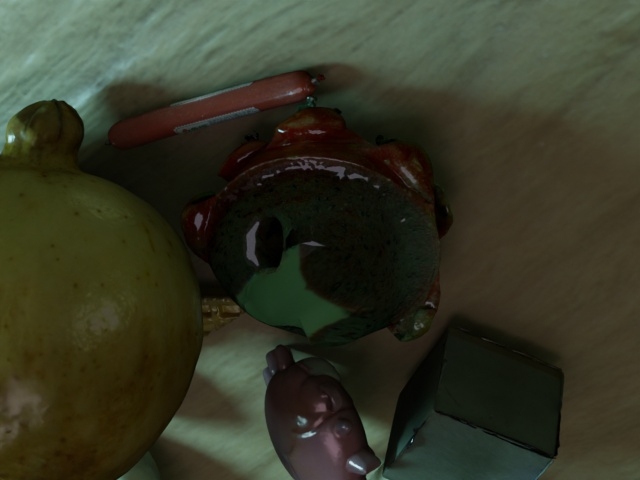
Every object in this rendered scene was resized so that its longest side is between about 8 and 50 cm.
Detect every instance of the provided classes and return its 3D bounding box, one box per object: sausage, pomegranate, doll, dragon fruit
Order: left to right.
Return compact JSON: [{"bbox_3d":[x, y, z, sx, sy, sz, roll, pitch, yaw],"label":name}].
[{"bbox_3d":[-0.299,0.061,1.448,0.410,0.410,0.410,8,135,8],"label":"pomegranate"},{"bbox_3d":[-0.108,-0.127,1.420,0.253,0.034,0.034,-13,129,26],"label":"sausage"},{"bbox_3d":[-0.005,0.218,1.631,0.093,0.211,0.262,-27,152,-20],"label":"doll"},{"bbox_3d":[0.000,0.000,1.439,0.268,0.130,0.295,19,141,-17],"label":"dragon fruit"}]

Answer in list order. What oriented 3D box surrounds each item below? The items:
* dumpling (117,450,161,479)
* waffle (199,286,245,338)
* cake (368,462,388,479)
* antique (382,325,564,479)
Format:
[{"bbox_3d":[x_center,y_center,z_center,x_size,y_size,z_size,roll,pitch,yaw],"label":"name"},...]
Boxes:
[{"bbox_3d":[-0.262,0.309,1.845,0.111,0.181,0.155,-12,174,-20],"label":"dumpling"},{"bbox_3d":[-0.127,0.103,1.638,0.191,0.032,0.125,2,124,16],"label":"waffle"},{"bbox_3d":[0.159,0.325,1.782,0.225,0.090,0.109,21,136,-32],"label":"cake"},{"bbox_3d":[0.166,0.193,1.573,0.146,0.148,0.152,24,135,-7],"label":"antique"}]
